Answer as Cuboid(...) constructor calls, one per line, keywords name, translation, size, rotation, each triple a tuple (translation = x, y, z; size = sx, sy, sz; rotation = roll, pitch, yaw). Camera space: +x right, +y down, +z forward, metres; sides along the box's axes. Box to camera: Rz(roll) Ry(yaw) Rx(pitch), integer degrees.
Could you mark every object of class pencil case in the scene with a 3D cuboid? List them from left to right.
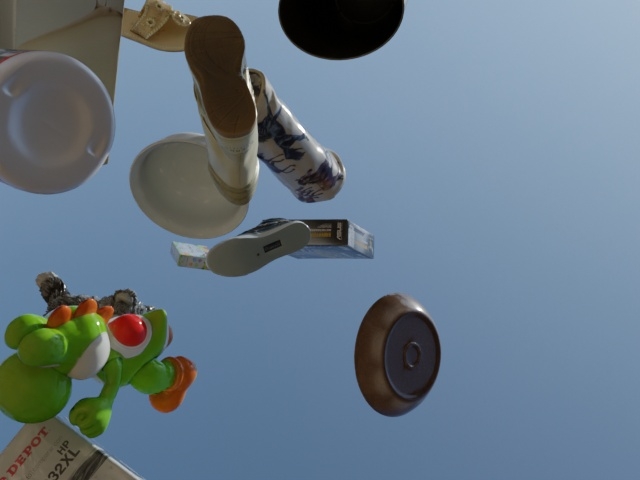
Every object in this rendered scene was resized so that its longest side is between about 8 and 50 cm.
Cuboid(name="pencil case", translation=(-0.104, -0.254, 1.833), size=(0.160, 0.410, 0.183), rotation=(-43, -133, 5))

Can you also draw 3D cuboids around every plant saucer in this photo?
Cuboid(name="plant saucer", translation=(0.134, 0.182, 1.176), size=(0.036, 0.198, 0.199), rotation=(-4, -129, 46))

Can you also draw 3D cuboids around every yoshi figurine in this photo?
Cuboid(name="yoshi figurine", translation=(-0.366, 0.202, 1.155), size=(0.203, 0.362, 0.203), rotation=(-4, -105, 23))

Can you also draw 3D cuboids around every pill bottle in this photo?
Cuboid(name="pill bottle", translation=(-0.390, -0.156, 0.922), size=(0.283, 0.161, 0.161), rotation=(16, -116, 47))

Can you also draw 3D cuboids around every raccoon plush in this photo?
Cuboid(name="raccoon plush", translation=(-0.701, 0.174, 2.257), size=(0.299, 0.216, 0.446), rotation=(-41, -113, 4))

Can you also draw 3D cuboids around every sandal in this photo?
Cuboid(name="sandal", translation=(-0.320, -0.410, 1.360), size=(0.240, 0.079, 0.088), rotation=(10, -113, 10))

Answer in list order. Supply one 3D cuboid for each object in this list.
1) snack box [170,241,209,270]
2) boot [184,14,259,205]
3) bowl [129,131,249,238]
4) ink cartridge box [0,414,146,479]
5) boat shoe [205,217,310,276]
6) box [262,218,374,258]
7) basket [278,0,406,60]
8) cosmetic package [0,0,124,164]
Cuboid(name="snack box", translation=(-0.345, 0.042, 2.000), size=(0.141, 0.100, 0.037), rotation=(-145, -115, -65))
Cuboid(name="boot", translation=(-0.151, -0.208, 1.181), size=(0.095, 0.203, 0.262), rotation=(-13, -121, -10))
Cuboid(name="bowl", translation=(-0.306, -0.156, 1.821), size=(0.297, 0.298, 0.134), rotation=(-15, -144, 22))
Cuboid(name="ink cartridge box", translation=(-0.374, 0.439, 1.138), size=(0.307, 0.129, 0.223), rotation=(32, -110, 12))
Cuboid(name="boat shoe", translation=(-0.111, 0.010, 1.227), size=(0.183, 0.065, 0.083), rotation=(-18, -165, -23))
Cuboid(name="box", translation=(0.000, 0.000, 1.561), size=(0.183, 0.231, 0.056), rotation=(-1, -98, 17))
Cuboid(name="basket", translation=(0.063, -0.403, 1.229), size=(0.204, 0.154, 0.227), rotation=(-2, -154, 21))
Cuboid(name="cosmetic package", translation=(-0.404, -0.268, 1.140), size=(0.160, 0.309, 0.113), rotation=(-9, -135, -31))
